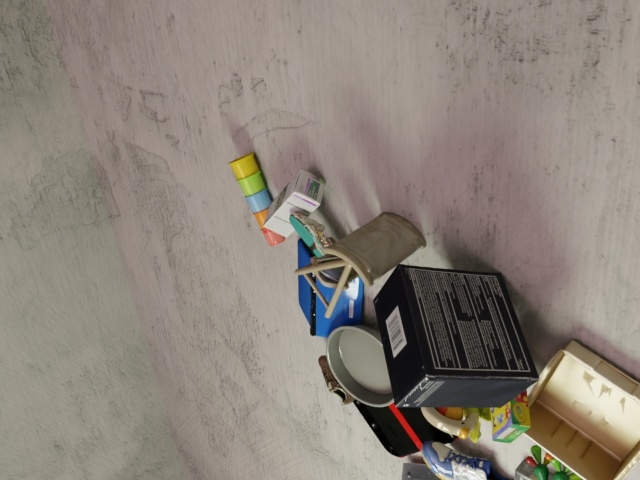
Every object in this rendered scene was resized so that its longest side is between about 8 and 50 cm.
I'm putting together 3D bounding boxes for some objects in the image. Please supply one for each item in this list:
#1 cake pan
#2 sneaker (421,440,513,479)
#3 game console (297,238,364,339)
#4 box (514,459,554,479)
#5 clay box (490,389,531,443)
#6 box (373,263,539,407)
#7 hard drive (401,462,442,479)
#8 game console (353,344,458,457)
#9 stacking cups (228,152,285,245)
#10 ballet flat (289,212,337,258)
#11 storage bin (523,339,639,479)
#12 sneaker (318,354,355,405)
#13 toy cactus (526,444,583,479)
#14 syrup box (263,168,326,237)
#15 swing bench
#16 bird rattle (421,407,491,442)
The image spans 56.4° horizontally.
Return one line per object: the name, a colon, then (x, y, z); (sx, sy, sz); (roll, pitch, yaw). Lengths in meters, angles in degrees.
cake pan: (0.146, 0.394, 1.919); (0.293, 0.054, 0.293); (21, 125, 33)
sneaker: (0.451, 0.685, 1.807); (0.296, 0.112, 0.131); (33, 124, 7)
game console: (0.027, 0.164, 2.002); (0.250, 0.173, 0.293); (7, 124, 10)
box: (0.653, 0.742, 1.660); (0.231, 0.056, 0.183); (19, 127, 39)
clay box: (0.471, 0.380, 1.507); (0.053, 0.222, 0.127); (9, 143, -4)
box: (0.312, 0.233, 1.432); (0.183, 0.293, 0.297); (117, 153, -48)
hard drive: (0.370, 0.830, 1.960); (0.254, 0.054, 0.172); (-12, 63, 49)
game console: (0.242, 0.530, 1.987); (0.387, 0.060, 0.342); (54, 137, 6)
stacking cups: (-0.201, -0.137, 2.025); (0.096, 0.096, 0.316); (-8, 113, 49)
ballet flat: (0.000, 0.000, 1.830); (0.241, 0.077, 0.091); (52, 154, -5)
storage bin: (0.637, 0.416, 1.417); (0.262, 0.123, 0.261); (36, 136, 28)
sneaker: (0.048, 0.479, 2.048); (0.188, 0.071, 0.066); (48, 136, 13)
toy cactus: (0.618, 0.646, 1.565); (0.219, 0.112, 0.181); (39, 101, 36)
syrup box: (-0.083, -0.112, 1.865); (0.096, 0.093, 0.237); (26, 144, -18)
swing bench: (0.110, 0.050, 1.656); (0.165, 0.253, 0.254); (54, 141, 7)
bird rattle: (0.368, 0.462, 1.694); (0.253, 0.207, 0.143); (32, 117, 17)
